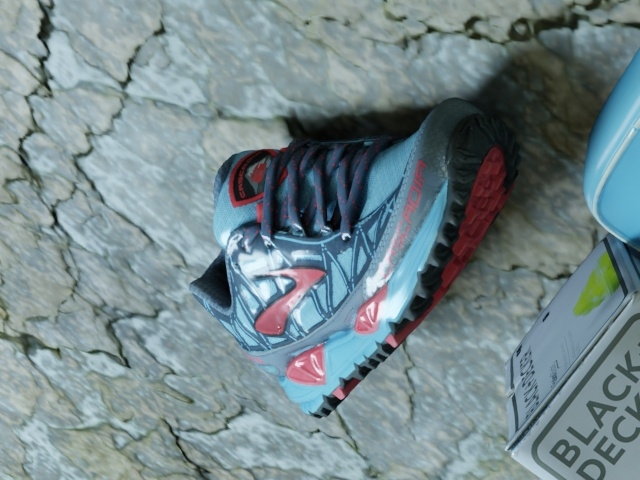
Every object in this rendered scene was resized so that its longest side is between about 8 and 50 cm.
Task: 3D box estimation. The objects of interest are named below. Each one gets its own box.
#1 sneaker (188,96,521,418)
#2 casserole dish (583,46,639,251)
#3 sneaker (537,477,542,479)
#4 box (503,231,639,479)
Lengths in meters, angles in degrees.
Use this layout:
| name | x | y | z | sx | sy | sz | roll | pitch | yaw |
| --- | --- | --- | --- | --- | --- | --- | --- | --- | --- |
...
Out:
| name | x | y | z | sx | sy | sz | roll | pitch | yaw |
| --- | --- | --- | --- | --- | --- | --- | --- | --- | --- |
| sneaker | 0.000 | 0.000 | 0.932 | 0.125 | 0.104 | 0.262 | 37 | 146 | -1 |
| casserole dish | 0.175 | -0.037 | 0.799 | 0.114 | 0.037 | 0.188 | 31 | 145 | 4 |
| sneaker | 0.229 | 0.201 | 0.983 | 0.275 | 0.110 | 0.107 | 20 | 144 | 18 |
| box | 0.220 | 0.124 | 0.831 | 0.290 | 0.087 | 0.169 | 36 | -170 | 0 |
